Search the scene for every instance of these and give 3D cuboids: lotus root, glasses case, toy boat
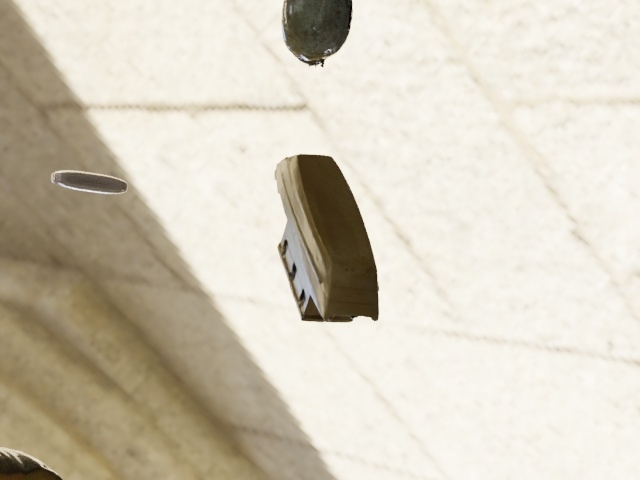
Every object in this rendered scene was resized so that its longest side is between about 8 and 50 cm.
[{"bbox_3d":[-0.002,-0.284,1.928,0.088,0.088,0.165,19,109,41],"label":"lotus root"},{"bbox_3d":[-0.252,-0.063,1.786,0.083,0.021,0.032,8,180,-22],"label":"glasses case"},{"bbox_3d":[0.000,0.000,1.311,0.200,0.057,0.077,-109,28,-46],"label":"toy boat"}]

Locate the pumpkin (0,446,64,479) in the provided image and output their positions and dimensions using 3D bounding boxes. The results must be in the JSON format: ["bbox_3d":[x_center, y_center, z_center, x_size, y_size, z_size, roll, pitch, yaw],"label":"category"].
[{"bbox_3d":[-0.273,0.282,1.337,0.280,0.190,0.139,39,-178,43],"label":"pumpkin"}]
